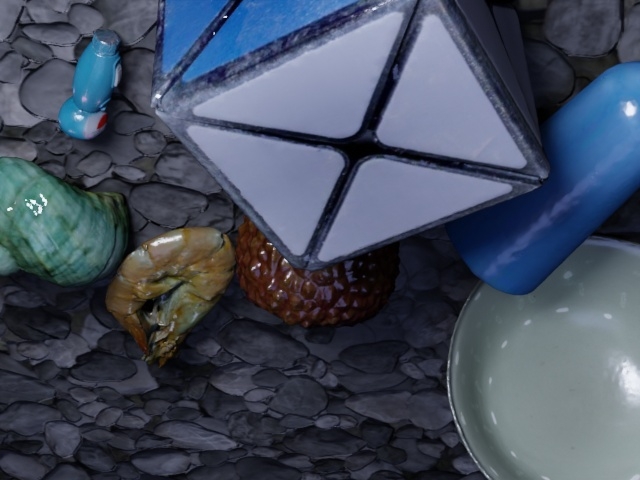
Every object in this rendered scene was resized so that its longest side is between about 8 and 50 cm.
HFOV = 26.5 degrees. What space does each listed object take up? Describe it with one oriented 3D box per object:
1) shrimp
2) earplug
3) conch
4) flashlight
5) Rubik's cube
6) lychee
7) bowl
[{"bbox_3d":[-0.180,0.072,1.567,0.145,0.061,0.267,-9,151,-24],"label":"shrimp"},{"bbox_3d":[0.260,-0.073,1.377,0.132,0.132,0.273,24,130,-26],"label":"earplug"},{"bbox_3d":[-0.297,-0.012,1.444,0.188,0.121,0.176,13,162,-10],"label":"conch"},{"bbox_3d":[-0.225,-0.152,1.335,0.051,0.051,0.129,11,134,-13],"label":"flashlight"},{"bbox_3d":[0.029,-0.162,1.166,0.260,0.259,0.255,-20,137,23],"label":"Rubik's cube"},{"bbox_3d":[0.000,0.000,1.428,0.188,0.188,0.188,0,139,0],"label":"lychee"},{"bbox_3d":[0.303,0.175,1.562,0.337,0.337,0.157,1,162,-1],"label":"bowl"}]
